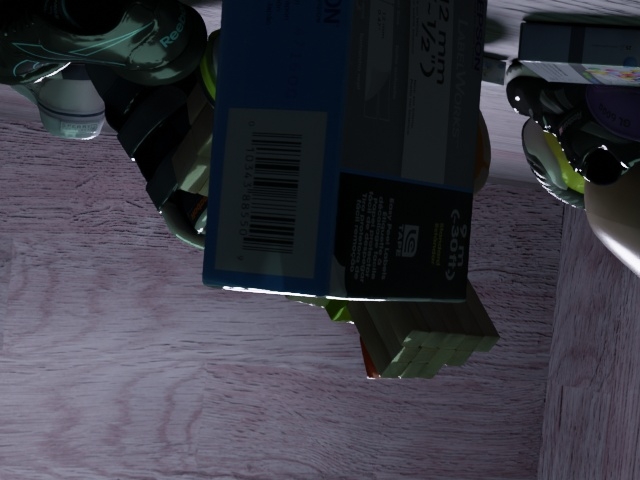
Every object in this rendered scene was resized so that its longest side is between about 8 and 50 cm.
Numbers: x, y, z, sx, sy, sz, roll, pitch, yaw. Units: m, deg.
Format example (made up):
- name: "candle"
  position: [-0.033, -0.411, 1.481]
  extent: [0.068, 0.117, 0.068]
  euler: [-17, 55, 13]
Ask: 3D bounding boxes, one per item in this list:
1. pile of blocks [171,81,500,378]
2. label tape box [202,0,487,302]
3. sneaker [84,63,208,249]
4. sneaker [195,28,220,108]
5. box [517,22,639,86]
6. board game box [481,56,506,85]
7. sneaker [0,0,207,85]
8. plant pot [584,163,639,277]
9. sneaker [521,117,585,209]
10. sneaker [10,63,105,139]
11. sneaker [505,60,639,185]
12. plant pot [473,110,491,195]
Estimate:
- name: "pile of blocks"
  position: [0.000, 0.000, 1.540]
  extent: [0.362, 0.113, 0.149]
  euler: [47, -147, 17]
- name: "label tape box"
  position: [0.052, -0.080, 1.293]
  extent: [0.115, 0.249, 0.347]
  euler: [4, 179, 31]
- name: "sneaker"
  position: [-0.120, -0.091, 1.649]
  extent: [0.321, 0.126, 0.127]
  euler: [40, -138, 1]
- name: "sneaker"
  position: [0.037, -0.155, 1.531]
  extent: [0.300, 0.111, 0.121]
  euler: [-5, 170, -42]
- name: "box"
  position: [0.283, -0.162, 1.509]
  extent: [0.186, 0.038, 0.145]
  euler: [5, 179, 18]
- name: "board game box"
  position: [0.103, -0.184, 1.754]
  extent: [0.154, 0.026, 0.103]
  euler: [6, 179, -42]
- name: "sneaker"
  position: [-0.231, -0.199, 1.483]
  extent: [0.267, 0.101, 0.106]
  euler: [2, 160, 26]
- name: "plant pot"
  position: [0.433, -0.034, 1.734]
  extent: [0.323, 0.323, 0.280]
  euler: [6, -164, -44]
- name: "sneaker"
  position: [0.426, -0.114, 2.169]
  extent: [0.384, 0.145, 0.147]
  euler: [9, 147, -31]
- name: "sneaker"
  position: [-0.288, -0.196, 1.879]
  extent: [0.094, 0.091, 0.258]
  euler: [1, -157, -26]
- name: "sneaker"
  position: [0.262, -0.119, 1.711]
  extent: [0.107, 0.124, 0.283]
  euler: [6, 180, -20]
- name: "plant pot"
  position: [0.066, -0.087, 1.760]
  extent: [0.188, 0.205, 0.205]
  euler: [-15, 166, 39]
